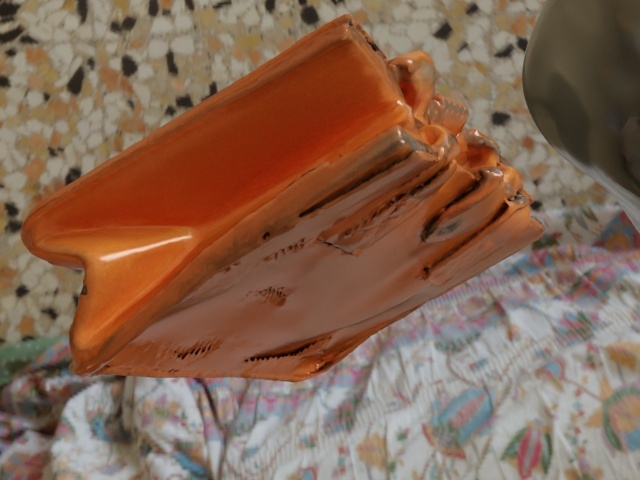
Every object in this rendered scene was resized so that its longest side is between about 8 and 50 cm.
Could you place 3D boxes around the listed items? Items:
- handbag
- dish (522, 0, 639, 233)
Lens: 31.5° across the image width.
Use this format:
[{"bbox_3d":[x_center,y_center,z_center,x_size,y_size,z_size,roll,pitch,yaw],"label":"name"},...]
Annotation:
[{"bbox_3d":[0.000,0.000,0.866,0.303,0.410,0.116,-30,73,16],"label":"handbag"},{"bbox_3d":[0.182,-0.054,0.420,0.229,0.081,0.229,10,128,13],"label":"dish"}]
